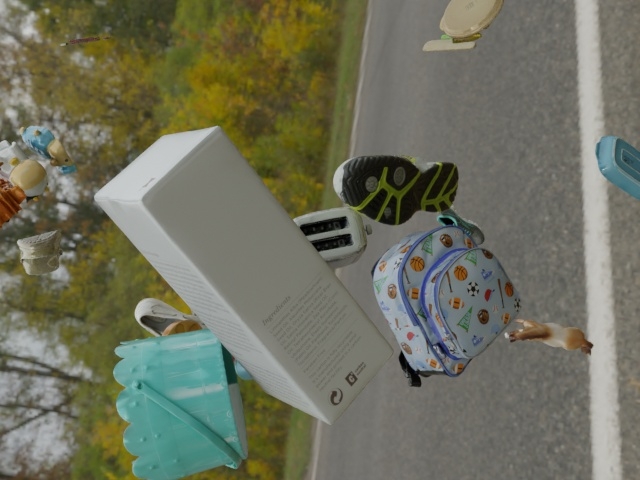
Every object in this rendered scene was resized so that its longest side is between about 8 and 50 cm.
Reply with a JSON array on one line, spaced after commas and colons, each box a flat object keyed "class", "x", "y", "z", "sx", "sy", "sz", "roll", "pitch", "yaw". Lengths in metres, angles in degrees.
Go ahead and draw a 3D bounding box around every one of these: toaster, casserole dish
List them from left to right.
[{"class": "toaster", "x": 0.000, "y": 0.000, "z": 1.792, "sx": 0.146, "sy": 0.227, "sz": 0.129, "roll": 131, "pitch": 128, "yaw": -75}, {"class": "casserole dish", "x": 0.697, "y": -0.168, "z": 1.800, "sx": 0.037, "sy": 0.188, "sz": 0.114, "roll": -29, "pitch": 40, "yaw": 53}]

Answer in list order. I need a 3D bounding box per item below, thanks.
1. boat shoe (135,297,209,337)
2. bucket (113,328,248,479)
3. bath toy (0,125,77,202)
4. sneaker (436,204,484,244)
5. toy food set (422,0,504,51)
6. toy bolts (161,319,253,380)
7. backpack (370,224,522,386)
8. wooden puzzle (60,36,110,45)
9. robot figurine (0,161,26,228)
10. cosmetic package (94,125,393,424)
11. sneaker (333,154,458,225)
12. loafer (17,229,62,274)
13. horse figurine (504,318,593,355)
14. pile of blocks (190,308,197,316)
[{"class": "boat shoe", "x": -0.330, "y": 0.234, "z": 1.975, "sx": 0.098, "sy": 0.277, "sz": 0.096, "roll": -65, "pitch": 16, "yaw": 11}, {"class": "bucket", "x": -0.239, "y": 0.288, "z": 1.408, "sx": 0.281, "sy": 0.183, "sz": 0.281, "roll": 168, "pitch": 90, "yaw": -87}, {"class": "bath toy", "x": -0.681, "y": -0.090, "z": 1.648, "sx": 0.348, "sy": 0.151, "sz": 0.129, "roll": -42, "pitch": -52, "yaw": -22}, {"class": "sneaker", "x": 0.388, "y": -0.035, "z": 2.241, "sx": 0.065, "sy": 0.166, "sz": 0.076, "roll": -53, "pitch": 1, "yaw": 35}, {"class": "toy food set", "x": 0.274, "y": -0.410, "z": 1.434, "sx": 0.132, "sy": 0.038, "sz": 0.192, "roll": 14, "pitch": 73, "yaw": 47}, {"class": "toy bolts", "x": -0.181, "y": 0.212, "z": 1.615, "sx": 0.218, "sy": 0.158, "sz": 0.228, "roll": -49, "pitch": -52, "yaw": -31}, {"class": "backpack", "x": 0.239, "y": 0.108, "z": 1.561, "sx": 0.276, "sy": 0.263, "sz": 0.213, "roll": -40, "pitch": 7, "yaw": -34}, {"class": "wooden puzzle", "x": -0.397, "y": -0.338, "z": 1.345, "sx": 0.049, "sy": 0.083, "sz": 0.006, "roll": -144, "pitch": 43, "yaw": -71}, {"class": "robot figurine", "x": -0.553, "y": -0.118, "z": 1.248, "sx": 0.085, "sy": 0.211, "sz": 0.291, "roll": -41, "pitch": 32, "yaw": -12}, {"class": "cosmetic package", "x": -0.114, "y": 0.055, "z": 1.221, "sx": 0.161, "sy": 0.453, "sz": 0.230, "roll": -46, "pitch": 25, "yaw": -20}, {"class": "sneaker", "x": 0.140, "y": -0.113, "z": 1.679, "sx": 0.385, "sy": 0.147, "sz": 0.145, "roll": 0, "pitch": -79, "yaw": -52}, {"class": "loafer", "x": -0.653, "y": 0.033, "z": 1.870, "sx": 0.268, "sy": 0.102, "sz": 0.092, "roll": 174, "pitch": 81, "yaw": -70}, {"class": "horse figurine", "x": 0.579, "y": 0.238, "z": 2.006, "sx": 0.174, "sy": 0.263, "sz": 0.066, "roll": -154, "pitch": 77, "yaw": -86}, {"class": "pile of blocks", "x": -0.182, "y": 0.093, "z": 2.055, "sx": 0.149, "sy": 0.362, "sz": 0.112, "roll": 62, "pitch": -172, "yaw": -62}]
